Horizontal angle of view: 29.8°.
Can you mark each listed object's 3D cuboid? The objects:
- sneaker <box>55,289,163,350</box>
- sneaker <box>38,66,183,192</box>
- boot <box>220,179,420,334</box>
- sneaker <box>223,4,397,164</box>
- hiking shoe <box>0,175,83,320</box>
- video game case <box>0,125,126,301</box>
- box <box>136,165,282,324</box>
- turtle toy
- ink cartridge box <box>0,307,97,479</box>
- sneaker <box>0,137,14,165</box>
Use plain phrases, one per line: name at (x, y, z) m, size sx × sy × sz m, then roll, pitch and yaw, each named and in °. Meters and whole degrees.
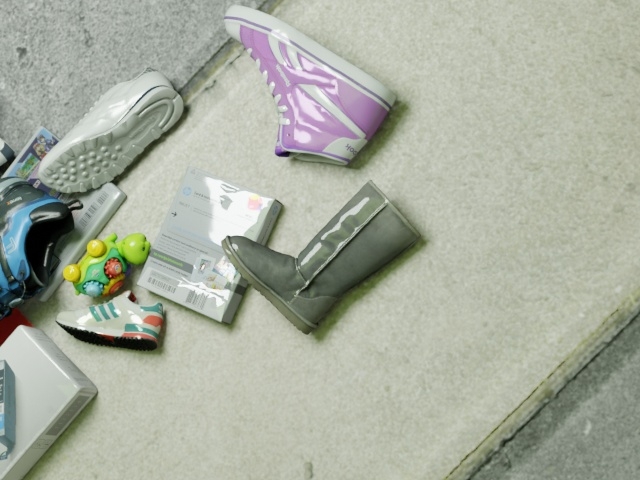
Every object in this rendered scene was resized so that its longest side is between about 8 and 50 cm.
sneaker at (-0.295, 0.108, 1.708) m, size 0.161 × 0.057 × 0.075 m, roll 7°, pitch 64°, yaw 21°
sneaker at (-0.311, -0.159, 1.747) m, size 0.235 × 0.090 × 0.095 m, roll -35°, pitch 51°, yaw -6°
boot at (-0.001, -0.001, 1.601) m, size 0.190 × 0.076 × 0.208 m, roll 42°, pitch 102°, yaw -10°
sneaker at (-0.051, -0.208, 1.666) m, size 0.282 × 0.102 × 0.161 m, roll 35°, pitch 94°, yaw 21°
hiking shoe at (-0.455, 0.059, 1.688) m, size 0.132 × 0.113 × 0.304 m, roll 20°, pitch 83°, yaw 26°
video game case at (-0.411, -0.041, 1.789) m, size 0.183 × 0.023 × 0.201 m, roll 38°, pitch 93°, yaw 21°
box at (-0.156, 0.006, 1.686) m, size 0.145 × 0.038 × 0.186 m, roll 21°, pitch 87°, yaw 20°
turtle toy at (-0.298, 0.034, 1.702) m, size 0.130 × 0.095 × 0.066 m, roll -45°, pitch 83°, yaw 4°
ink cartridge box at (-0.508, 0.238, 1.738) m, size 0.261 × 0.066 × 0.296 m, roll 42°, pitch 93°, yaw 20°
sneaker at (-0.545, -0.210, 1.843) m, size 0.091 × 0.094 × 0.258 m, roll -27°, pitch 75°, yaw -8°
